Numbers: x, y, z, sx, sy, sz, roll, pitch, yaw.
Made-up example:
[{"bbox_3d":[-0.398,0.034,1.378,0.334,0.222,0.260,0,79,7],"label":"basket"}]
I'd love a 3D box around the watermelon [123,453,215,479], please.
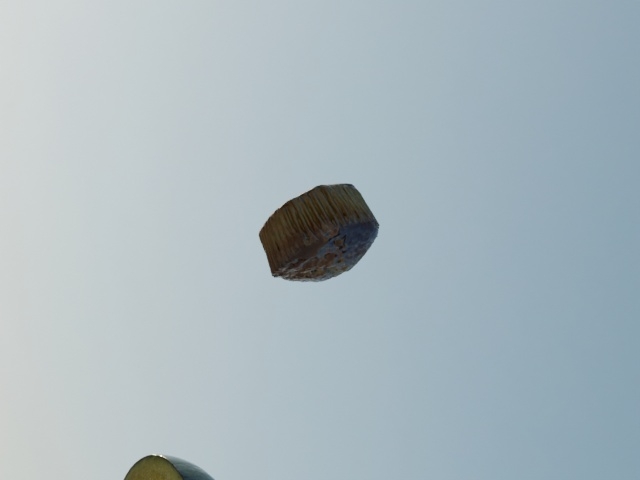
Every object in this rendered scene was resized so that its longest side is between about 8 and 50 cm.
[{"bbox_3d":[-0.143,0.290,1.564,0.181,0.075,0.092,38,-70,50],"label":"watermelon"}]

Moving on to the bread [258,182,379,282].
[{"bbox_3d":[0.000,0.000,1.017,0.053,0.085,0.085,64,-20,19],"label":"bread"}]
